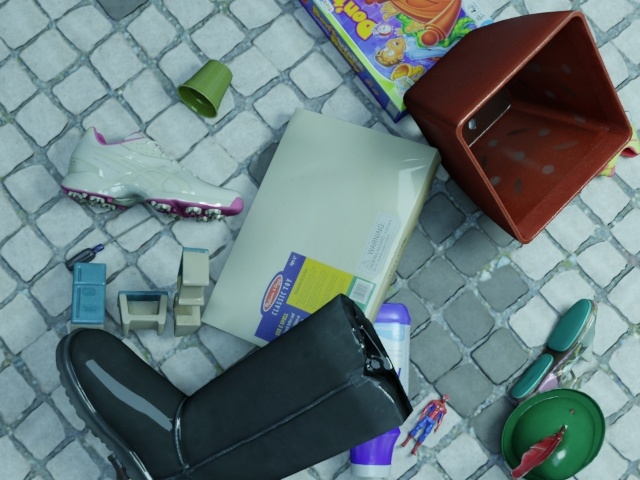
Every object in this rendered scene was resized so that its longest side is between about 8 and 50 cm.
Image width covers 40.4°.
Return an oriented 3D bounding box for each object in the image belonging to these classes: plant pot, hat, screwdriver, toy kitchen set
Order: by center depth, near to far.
[{"bbox_3d":[0.389,0.351,1.370,0.208,0.183,0.173,-23,105,-2],"label":"hat"},{"bbox_3d":[-0.293,0.061,1.401,0.207,0.166,0.122,2,52,-15],"label":"toy kitchen set"},{"bbox_3d":[0.294,-0.202,1.410,0.267,0.235,0.267,-44,125,-8],"label":"plant pot"},{"bbox_3d":[-0.359,0.002,1.488,0.170,0.025,0.024,-32,84,-16],"label":"screwdriver"},{"bbox_3d":[-0.193,-0.268,1.506,0.083,0.083,0.079,32,69,1],"label":"plant pot"}]

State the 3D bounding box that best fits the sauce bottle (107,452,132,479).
[{"bbox_3d":[-0.306,0.401,1.419,0.042,0.042,0.128,-34,86,-7],"label":"sauce bottle"}]

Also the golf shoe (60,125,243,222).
[{"bbox_3d":[-0.276,-0.112,1.459,0.306,0.115,0.140,10,78,-3],"label":"golf shoe"}]

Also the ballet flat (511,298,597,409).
[{"bbox_3d":[0.413,0.204,1.477,0.079,0.077,0.221,37,86,-16],"label":"ballet flat"}]

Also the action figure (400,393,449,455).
[{"bbox_3d":[0.182,0.308,1.467,0.038,0.030,0.115,36,80,7],"label":"action figure"}]

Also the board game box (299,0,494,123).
[{"bbox_3d":[0.121,-0.416,1.537,0.233,0.078,0.347,-37,86,-7],"label":"board game box"}]

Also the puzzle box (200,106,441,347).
[{"bbox_3d":[0.000,0.000,1.439,0.272,0.052,0.409,21,81,22],"label":"puzzle box"}]

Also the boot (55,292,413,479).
[{"bbox_3d":[-0.133,0.204,1.305,0.445,0.146,0.367,-30,100,24],"label":"boot"}]

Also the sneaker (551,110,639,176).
[{"bbox_3d":[0.473,-0.145,1.518,0.208,0.081,0.094,-27,87,-7],"label":"sneaker"}]

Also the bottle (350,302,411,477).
[{"bbox_3d":[0.087,0.244,1.436,0.118,0.092,0.283,3,82,4],"label":"bottle"}]
